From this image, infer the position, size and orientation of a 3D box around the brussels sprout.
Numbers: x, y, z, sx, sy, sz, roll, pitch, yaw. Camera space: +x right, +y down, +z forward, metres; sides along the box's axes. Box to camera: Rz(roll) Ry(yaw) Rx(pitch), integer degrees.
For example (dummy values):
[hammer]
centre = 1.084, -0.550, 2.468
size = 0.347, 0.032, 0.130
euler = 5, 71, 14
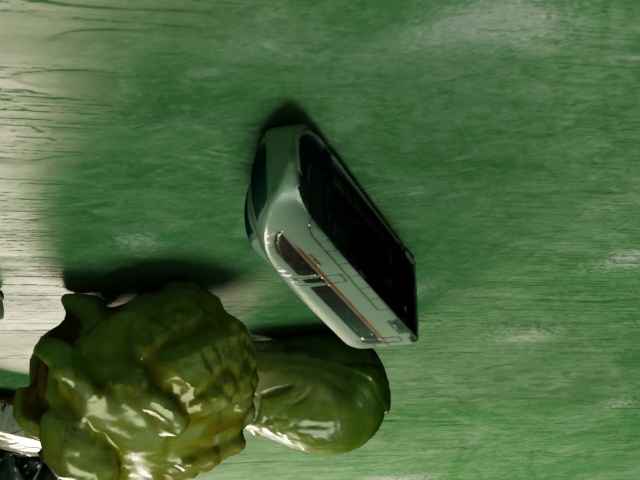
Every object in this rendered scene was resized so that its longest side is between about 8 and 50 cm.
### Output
[brussels sprout]
centre = -0.004, 0.164, 1.766
size = 0.145, 0.131, 0.183
euler = 7, 170, 36

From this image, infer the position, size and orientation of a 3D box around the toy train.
[toy train]
centre = 0.000, 0.000, 1.380
size = 0.088, 0.086, 0.407
euler = -6, 160, 14

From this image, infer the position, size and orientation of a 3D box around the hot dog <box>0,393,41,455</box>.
[hot dog]
centre = -0.356, 0.213, 1.893
size = 0.099, 0.053, 0.192
euler = -21, 153, 31

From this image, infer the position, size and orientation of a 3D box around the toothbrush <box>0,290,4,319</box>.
[toothbrush]
centre = -0.440, 0.090, 1.564
size = 0.307, 0.029, 0.025
euler = -12, 167, 16

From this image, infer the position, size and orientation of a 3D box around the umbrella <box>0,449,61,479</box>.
[umbrella]
centre = -0.390, 0.320, 2.116
size = 0.143, 0.094, 0.349
euler = 7, 154, -43

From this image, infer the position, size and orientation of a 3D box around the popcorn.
[popcorn]
centre = -0.168, 0.139, 1.569
size = 0.255, 0.195, 0.256
euler = -3, 163, -37
